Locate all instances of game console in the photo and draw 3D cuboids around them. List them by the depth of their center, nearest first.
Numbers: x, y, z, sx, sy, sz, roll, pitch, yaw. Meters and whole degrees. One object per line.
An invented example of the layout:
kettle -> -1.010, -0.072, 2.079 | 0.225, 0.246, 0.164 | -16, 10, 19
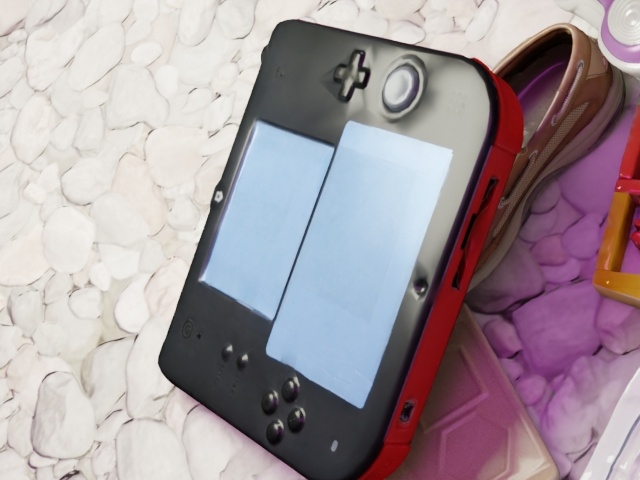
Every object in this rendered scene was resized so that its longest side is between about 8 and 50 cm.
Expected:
game console -> 0.000, 0.000, 1.097 | 0.342, 0.060, 0.386 | 24, 95, 45

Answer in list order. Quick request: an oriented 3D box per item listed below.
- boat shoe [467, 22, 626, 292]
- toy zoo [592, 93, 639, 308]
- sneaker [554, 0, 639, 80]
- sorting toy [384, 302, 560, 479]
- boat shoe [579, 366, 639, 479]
boat shoe -> 0.142, -0.070, 1.101 | 0.123, 0.116, 0.324 | 37, 87, 38
toy zoo -> 0.348, -0.039, 1.021 | 0.192, 0.030, 0.293 | 7, 70, 32
sneaker -> 0.298, -0.200, 1.057 | 0.114, 0.152, 0.305 | -47, 26, 28
sorting toy -> 0.090, 0.180, 1.059 | 0.193, 0.038, 0.208 | -34, 49, 11
boat shoe -> 0.256, 0.191, 0.930 | 0.084, 0.095, 0.258 | 28, 92, 33
